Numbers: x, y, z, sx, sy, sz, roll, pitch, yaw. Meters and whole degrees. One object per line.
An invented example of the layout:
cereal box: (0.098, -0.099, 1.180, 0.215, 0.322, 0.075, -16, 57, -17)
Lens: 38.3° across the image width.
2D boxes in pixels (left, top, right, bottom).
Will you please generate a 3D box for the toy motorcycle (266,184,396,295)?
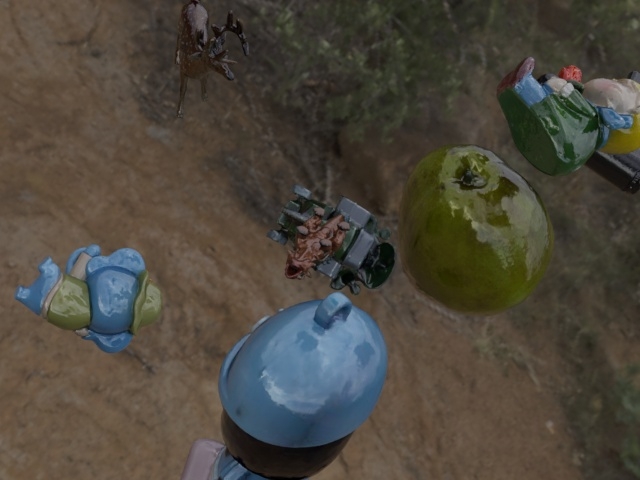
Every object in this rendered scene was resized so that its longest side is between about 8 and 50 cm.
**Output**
toy motorcycle: (0.023, 0.002, 1.282, 0.187, 0.124, 0.275, 28, -1, -1)

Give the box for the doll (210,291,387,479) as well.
doll: (-0.033, 0.164, 0.906, 0.177, 0.314, 0.141, -21, 57, -44)

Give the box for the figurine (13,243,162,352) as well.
figurine: (-0.425, 0.096, 1.733, 0.262, 0.154, 0.180, 26, 61, -25)

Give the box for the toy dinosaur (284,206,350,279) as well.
toy dinosaur: (0.000, 0.000, 0.998, 0.049, 0.055, 0.154, 27, 34, 12)

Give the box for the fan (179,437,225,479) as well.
fan: (-0.191, 0.411, 1.347, 0.130, 0.074, 0.244, 12, 67, 13)

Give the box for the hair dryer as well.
hair dryer: (0.565, -0.232, 1.770, 0.197, 0.089, 0.251, 33, 63, 4)

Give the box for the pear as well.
pear: (0.248, -0.013, 1.515, 0.321, 0.269, 0.269, 74, 6, -50)

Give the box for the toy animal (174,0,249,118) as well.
toy animal: (-0.207, -0.324, 1.542, 0.087, 0.260, 0.243, -10, 61, -22)

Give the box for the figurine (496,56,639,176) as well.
figurine: (0.380, -0.197, 1.327, 0.234, 0.127, 0.185, -27, 74, -19)
